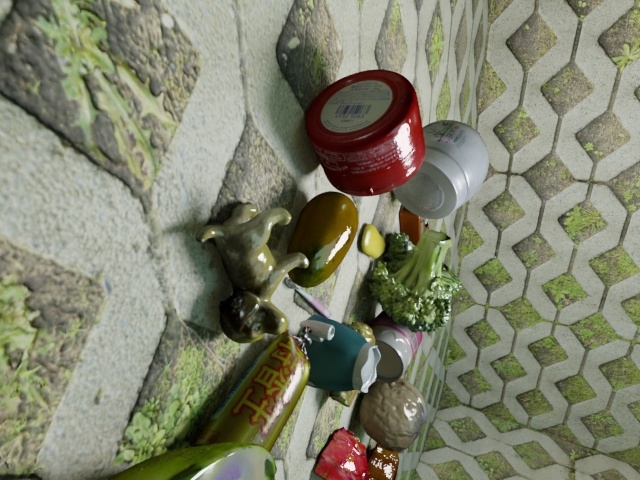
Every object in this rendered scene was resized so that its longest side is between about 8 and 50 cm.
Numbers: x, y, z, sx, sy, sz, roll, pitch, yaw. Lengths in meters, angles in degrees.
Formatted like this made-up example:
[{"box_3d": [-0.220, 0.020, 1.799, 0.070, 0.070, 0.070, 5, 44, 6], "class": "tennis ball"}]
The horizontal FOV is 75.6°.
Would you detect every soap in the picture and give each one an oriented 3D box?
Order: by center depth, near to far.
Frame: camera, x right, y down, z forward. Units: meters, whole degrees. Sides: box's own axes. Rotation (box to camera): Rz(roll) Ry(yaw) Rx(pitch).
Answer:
[{"box_3d": [0.158, 0.008, 1.245, 0.168, 0.033, 0.089, 42, 65, -60], "class": "soap"}]

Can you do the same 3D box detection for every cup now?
[{"box_3d": [0.043, 0.277, 0.975, 0.168, 0.173, 0.300, -62, 149, -31], "class": "cup"}]

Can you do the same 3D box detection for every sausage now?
[{"box_3d": [-0.092, 0.284, 0.766, 0.125, 0.117, 0.317, 51, 45, -12], "class": "sausage"}]

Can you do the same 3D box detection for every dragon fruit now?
[{"box_3d": [0.085, 0.704, 1.279, 0.163, 0.189, 0.262, -36, 144, -11], "class": "dragon fruit"}]

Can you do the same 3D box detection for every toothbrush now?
[{"box_3d": [-0.015, 0.145, 0.972, 0.020, 0.025, 0.286, -68, 152, -19], "class": "toothbrush"}]

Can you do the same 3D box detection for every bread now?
[{"box_3d": [0.093, 0.349, 1.170, 0.128, 0.087, 0.232, 107, 2, -72], "class": "bread"}, {"box_3d": [0.220, 0.927, 1.623, 0.232, 0.135, 0.247, 91, 23, -48], "class": "bread"}]

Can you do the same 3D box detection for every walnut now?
[{"box_3d": [0.251, 0.605, 1.455, 0.248, 0.248, 0.249, -34, 129, -54], "class": "walnut"}]

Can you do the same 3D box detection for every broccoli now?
[{"box_3d": [0.311, 0.119, 1.333, 0.338, 0.277, 0.318, 19, 90, -70], "class": "broccoli"}]

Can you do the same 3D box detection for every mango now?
[{"box_3d": [0.000, 0.001, 0.823, 0.151, 0.120, 0.221, 113, 2, -64], "class": "mango"}]

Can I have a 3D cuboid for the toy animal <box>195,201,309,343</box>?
[{"box_3d": [-0.104, 0.051, 0.671, 0.168, 0.121, 0.233, -38, 130, -38], "class": "toy animal"}]

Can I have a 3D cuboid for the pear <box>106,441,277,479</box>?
[{"box_3d": [-0.227, 0.426, 0.514, 0.399, 0.165, 0.399, -35, 131, -53], "class": "pear"}]

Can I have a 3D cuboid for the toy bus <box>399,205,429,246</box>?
[{"box_3d": [0.369, 0.019, 1.598, 0.092, 0.093, 0.409, -49, 141, -33], "class": "toy bus"}]

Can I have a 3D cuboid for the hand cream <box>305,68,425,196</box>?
[{"box_3d": [0.090, -0.214, 0.818, 0.230, 0.230, 0.149, -66, 148, -23], "class": "hand cream"}]

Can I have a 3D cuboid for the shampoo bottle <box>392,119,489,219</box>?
[{"box_3d": [0.380, -0.228, 1.321, 0.266, 0.272, 0.273, -46, 140, -31], "class": "shampoo bottle"}]

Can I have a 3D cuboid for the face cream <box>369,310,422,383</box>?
[{"box_3d": [0.226, 0.340, 1.352, 0.195, 0.175, 0.175, -34, 130, -54], "class": "face cream"}]
